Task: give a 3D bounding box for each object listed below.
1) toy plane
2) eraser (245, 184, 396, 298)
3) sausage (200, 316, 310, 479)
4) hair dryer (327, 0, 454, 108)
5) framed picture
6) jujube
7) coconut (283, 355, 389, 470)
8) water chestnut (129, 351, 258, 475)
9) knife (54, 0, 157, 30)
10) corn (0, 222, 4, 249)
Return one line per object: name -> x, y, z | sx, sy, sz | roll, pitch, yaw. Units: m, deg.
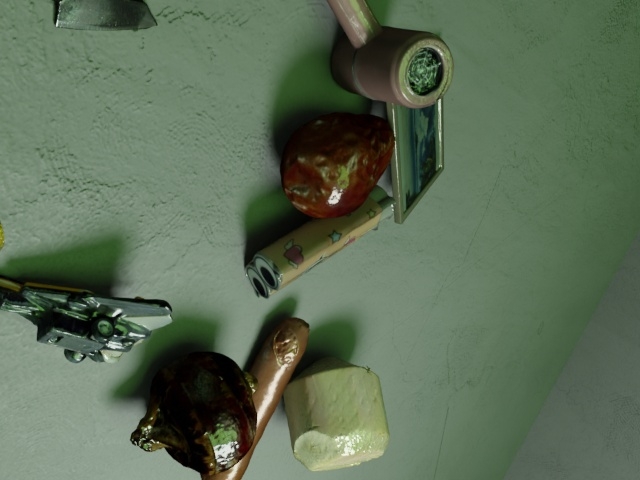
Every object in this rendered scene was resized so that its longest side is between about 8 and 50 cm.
toy plane -> -0.397, 0.112, 0.932 | 0.204, 0.103, 0.316 | -35, 145, 28
eraser -> 0.000, 0.000, 1.230 | 0.290, 0.087, 0.171 | -33, 177, -26
sausage -> -0.138, 0.350, 1.344 | 0.094, 0.094, 0.419 | 18, 101, -45
hair dryer -> 0.060, -0.373, 1.019 | 0.125, 0.210, 0.352 | -45, 125, -6
framed picture -> 0.206, -0.222, 1.327 | 0.232, 0.024, 0.315 | -49, 142, -36
jujube -> 0.040, -0.147, 1.150 | 0.255, 0.190, 0.190 | -33, 135, -39
coconut -> 0.034, 0.386, 1.439 | 0.239, 0.244, 0.239 | -10, 153, -5
water chestnut -> -0.228, 0.327, 1.154 | 0.238, 0.223, 0.224 | -25, 130, -36
knife -> -0.314, -0.303, 0.818 | 0.230, 0.028, 0.060 | -8, 132, -45
corn -> -0.507, 0.016, 0.789 | 0.203, 0.072, 0.072 | -19, 127, -37
